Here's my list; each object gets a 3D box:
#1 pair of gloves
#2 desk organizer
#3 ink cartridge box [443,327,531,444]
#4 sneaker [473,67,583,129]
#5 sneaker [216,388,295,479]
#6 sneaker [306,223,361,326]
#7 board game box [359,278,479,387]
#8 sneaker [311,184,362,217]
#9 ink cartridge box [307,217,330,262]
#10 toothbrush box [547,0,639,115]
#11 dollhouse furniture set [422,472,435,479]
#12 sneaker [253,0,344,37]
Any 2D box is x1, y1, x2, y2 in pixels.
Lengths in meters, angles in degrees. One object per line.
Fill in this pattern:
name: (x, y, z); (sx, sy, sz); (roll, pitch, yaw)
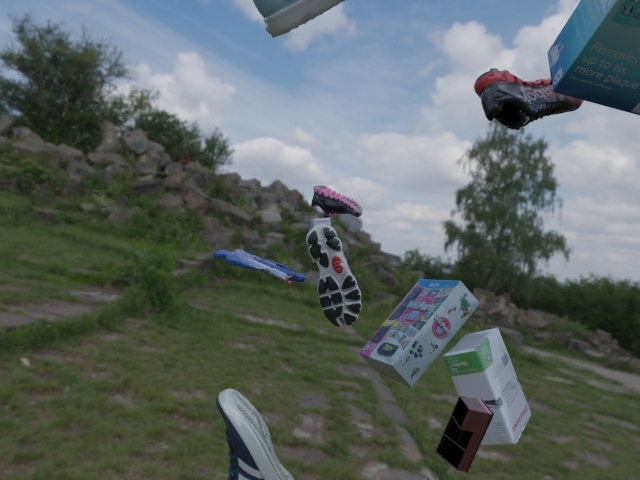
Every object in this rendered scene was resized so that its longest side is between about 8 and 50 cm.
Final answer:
pair of gloves: (-0.112, 0.051, 0.959); (0.159, 0.023, 0.198); (21, 1, 10)
desk organizer: (0.262, 0.355, 0.909); (0.050, 0.130, 0.047); (15, 13, -13)
ink cartridge box: (0.391, 0.338, 1.154); (0.092, 0.220, 0.160); (-23, -4, 38)
sneaker: (0.506, -0.325, 1.191); (0.275, 0.135, 0.098); (4, -21, -10)
sneaker: (-0.153, 0.474, 0.999); (0.148, 0.350, 0.131); (-26, 7, -2)
sneaker: (0.029, 0.054, 0.810); (0.068, 0.170, 0.071); (-13, -3, 12)
board game box: (0.274, 0.252, 1.413); (0.097, 0.303, 0.224); (47, -16, -11)
sneaker: (0.031, -0.069, 1.018); (0.119, 0.057, 0.047); (28, 17, 23)
ink cartridge box: (0.000, 0.000, 1.415); (0.052, 0.123, 0.088); (-5, 0, -11)
toothbrush box: (0.542, -0.360, 0.785); (0.216, 0.126, 0.296); (14, -36, -3)
dollhouse furniture set: (0.341, 0.785, 1.472); (0.355, 0.303, 0.174); (33, -9, 48)
sneaker: (0.039, -0.466, 0.761); (0.365, 0.150, 0.135); (-25, 29, 16)
